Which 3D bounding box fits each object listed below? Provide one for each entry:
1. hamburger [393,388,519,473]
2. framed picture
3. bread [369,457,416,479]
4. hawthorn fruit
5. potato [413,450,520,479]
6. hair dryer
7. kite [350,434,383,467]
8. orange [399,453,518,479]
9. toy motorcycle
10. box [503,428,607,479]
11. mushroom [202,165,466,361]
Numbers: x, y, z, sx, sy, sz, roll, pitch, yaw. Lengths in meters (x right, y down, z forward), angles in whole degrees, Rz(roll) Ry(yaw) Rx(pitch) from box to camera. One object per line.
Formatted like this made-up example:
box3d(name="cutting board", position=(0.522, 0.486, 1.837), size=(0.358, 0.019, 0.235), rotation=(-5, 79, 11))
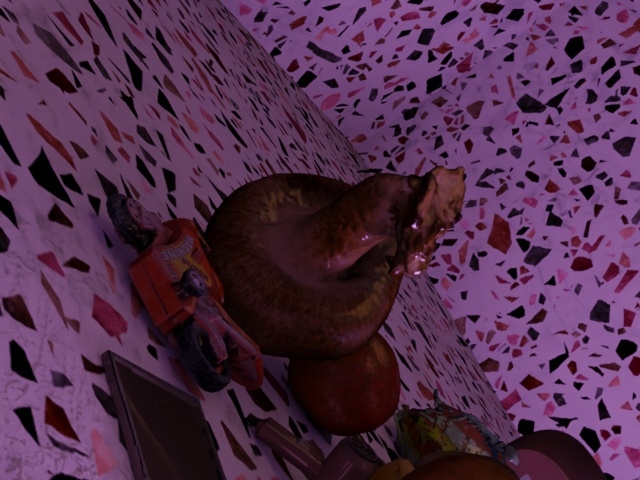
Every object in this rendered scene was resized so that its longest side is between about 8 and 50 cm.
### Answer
box3d(name="hamburger", position=(0.255, 0.437, 2.120), size=(0.260, 0.150, 0.276), rotation=(42, 24, 25))
box3d(name="framed picture", position=(-0.151, 0.247, 1.154), size=(0.184, 0.016, 0.250), rotation=(42, 17, -52))
box3d(name="bread", position=(0.154, 0.451, 1.715), size=(0.245, 0.094, 0.102), rotation=(49, 22, -31))
box3d(name="hawthorn fruit", position=(0.041, 0.222, 1.687), size=(0.189, 0.189, 0.189), rotation=(53, 11, -15))
box3d(name="potato", position=(0.255, 0.460, 1.893), size=(0.251, 0.159, 0.174), rotation=(34, 60, -29))
box3d(name="hair dryer", position=(-0.023, 0.285, 1.426), size=(0.182, 0.117, 0.064), rotation=(36, 12, 1))
box3d(name="kite", position=(0.081, 0.374, 1.828), size=(0.183, 0.010, 0.160), rotation=(48, 9, -53))
box3d(name="orange", position=(0.202, 0.441, 1.529), size=(0.264, 0.264, 0.264), rotation=(53, 11, -15))
box3d(name="toy motorcycle", position=(-0.177, 0.064, 1.384), size=(0.298, 0.089, 0.171), rotation=(60, 10, 17))
box3d(name="box", position=(0.475, 0.571, 2.321), size=(0.301, 0.301, 0.216), rotation=(59, 18, 17))
box3d(name="mushroom", position=(-0.010, 0.019, 1.554), size=(0.334, 0.331, 0.356), rotation=(27, -26, 5))
